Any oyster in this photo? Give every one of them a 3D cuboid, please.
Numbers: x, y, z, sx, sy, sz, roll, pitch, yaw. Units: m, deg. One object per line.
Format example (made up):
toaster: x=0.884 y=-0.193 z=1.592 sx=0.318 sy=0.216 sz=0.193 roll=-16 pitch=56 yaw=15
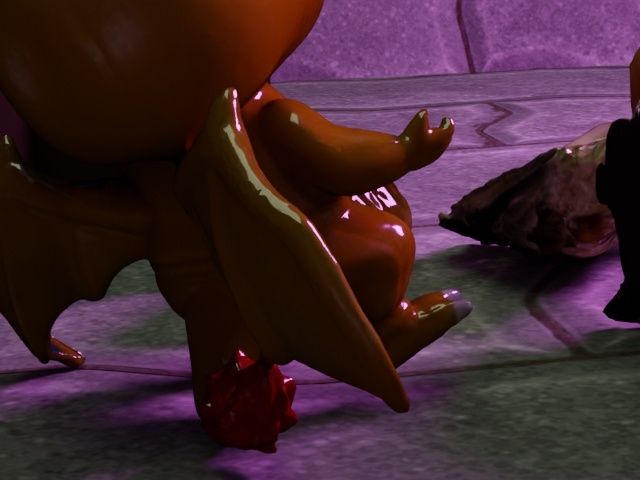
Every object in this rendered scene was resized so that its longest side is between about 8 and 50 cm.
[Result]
oyster: x=0.220 y=-0.035 z=1.260 sx=0.275 sy=0.100 sz=0.271 roll=-29 pitch=-7 yaw=27

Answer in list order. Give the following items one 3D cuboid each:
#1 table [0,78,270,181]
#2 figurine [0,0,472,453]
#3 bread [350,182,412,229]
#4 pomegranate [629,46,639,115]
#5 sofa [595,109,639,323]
table: x=-0.193 y=-0.080 z=1.422 sx=0.251 sy=0.196 sz=0.282 roll=0 pitch=13 yaw=12
figurine: x=-0.073 y=-0.069 z=0.899 sx=0.268 sy=0.387 sz=0.401 roll=-36 pitch=21 yaw=-22
bread: x=-0.001 y=0.000 z=1.243 sx=0.098 sy=0.087 sz=0.269 roll=2 pitch=15 yaw=24
pomegranate: x=0.447 y=-0.167 z=1.668 sx=0.209 sy=0.209 sz=0.209 roll=-3 pitch=12 yaw=1
sofa: x=0.318 y=-0.013 z=0.988 sx=0.200 sy=0.182 sz=0.258 roll=-5 pitch=12 yaw=-10
